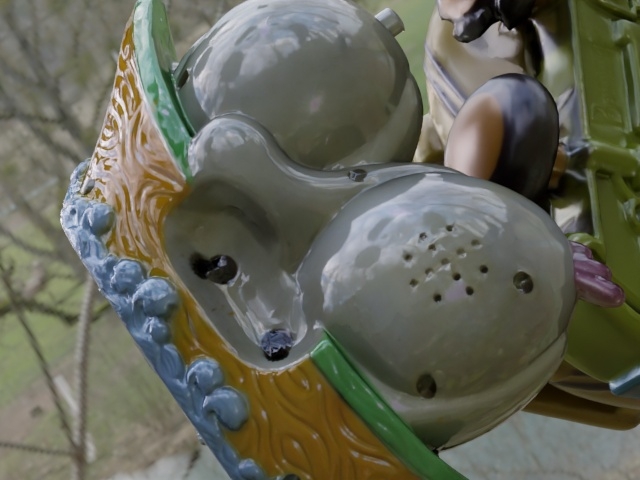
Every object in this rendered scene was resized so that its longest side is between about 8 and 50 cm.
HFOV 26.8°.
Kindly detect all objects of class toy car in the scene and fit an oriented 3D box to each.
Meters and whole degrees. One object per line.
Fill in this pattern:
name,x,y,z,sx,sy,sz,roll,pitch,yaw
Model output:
toy car,0.125,-0.037,0.588,0.142,0.200,0.248,-40,41,52

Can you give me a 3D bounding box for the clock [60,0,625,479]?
clock,0.000,0.000,0.466,0.144,0.231,0.103,-36,-17,-5
